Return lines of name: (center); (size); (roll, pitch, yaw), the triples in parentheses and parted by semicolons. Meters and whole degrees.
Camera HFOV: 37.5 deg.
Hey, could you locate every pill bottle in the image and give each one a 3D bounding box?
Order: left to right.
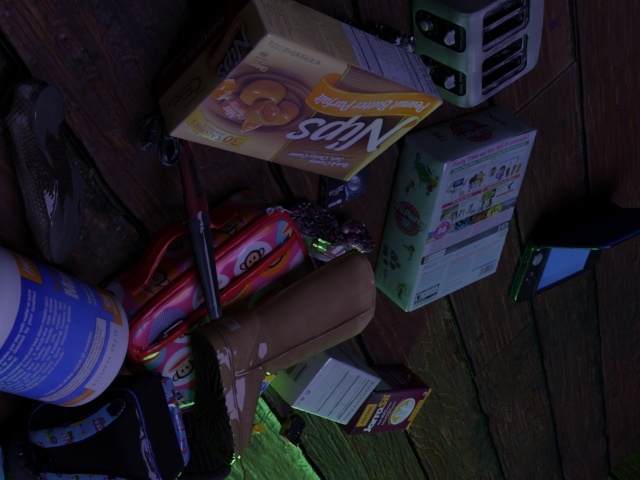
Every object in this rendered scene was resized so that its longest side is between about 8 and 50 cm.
pill bottle: (-0.355, 0.087, 1.045); (0.152, 0.152, 0.272); (-52, 144, 3)

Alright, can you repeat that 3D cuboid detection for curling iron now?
curling iron: (-0.164, -0.031, 1.153); (0.068, 0.035, 0.274); (-27, 113, -37)

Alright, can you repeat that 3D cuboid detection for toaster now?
toaster: (0.228, -0.303, 1.349); (0.185, 0.110, 0.168); (-33, 142, -22)

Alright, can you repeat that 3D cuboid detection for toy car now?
toy car: (-0.080, 0.325, 1.663); (0.040, 0.060, 0.122); (-21, 141, 39)

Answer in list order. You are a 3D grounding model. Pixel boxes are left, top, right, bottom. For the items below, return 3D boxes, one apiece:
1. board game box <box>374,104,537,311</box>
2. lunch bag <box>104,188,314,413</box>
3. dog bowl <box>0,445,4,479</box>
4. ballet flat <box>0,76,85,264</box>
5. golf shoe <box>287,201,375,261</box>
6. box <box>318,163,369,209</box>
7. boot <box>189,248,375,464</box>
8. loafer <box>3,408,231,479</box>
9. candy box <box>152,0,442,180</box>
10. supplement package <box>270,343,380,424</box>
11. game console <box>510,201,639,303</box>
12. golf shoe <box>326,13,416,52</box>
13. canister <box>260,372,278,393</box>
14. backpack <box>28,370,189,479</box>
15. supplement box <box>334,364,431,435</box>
board game box: (0.222, -0.053, 1.580); (0.224, 0.097, 0.303); (-21, 137, -35)
lunch bag: (-0.152, 0.069, 1.284); (0.293, 0.120, 0.258); (-39, 139, -17)
dog bowl: (-0.508, 0.313, 1.117); (0.297, 0.074, 0.166); (7, 131, -50)
ballet flat: (-0.309, -0.073, 1.040); (0.250, 0.058, 0.084); (94, 14, -46)
golf shoe: (0.000, 0.000, 1.410); (0.086, 0.067, 0.186); (-34, 147, 27)
box: (0.036, -0.089, 1.414); (0.083, 0.018, 0.067); (-25, 137, -30)
boot: (-0.041, 0.161, 1.296); (0.269, 0.089, 0.236); (-24, 132, -34)
loafer: (-0.294, 0.311, 1.357); (0.366, 0.134, 0.130); (12, 139, -41)
candy box: (-0.020, -0.179, 1.149); (0.183, 0.087, 0.316); (-38, 150, 32)
supplement package: (-0.001, 0.224, 1.582); (0.105, 0.105, 0.179); (-53, 145, 4)
game console: (0.572, 0.032, 1.961); (0.293, 0.173, 0.250); (-19, 134, -35)
golf shoe: (0.046, -0.240, 1.243); (0.198, 0.077, 0.094); (-1, 123, -45)
canister: (-0.114, 0.188, 1.458); (0.170, 0.073, 0.126); (-50, 145, -2)
backpack: (-0.271, 0.250, 1.187); (0.117, 0.173, 0.158); (-36, 113, -69)
supplement box: (0.110, 0.301, 1.788); (0.188, 0.081, 0.104); (6, 117, -49)
